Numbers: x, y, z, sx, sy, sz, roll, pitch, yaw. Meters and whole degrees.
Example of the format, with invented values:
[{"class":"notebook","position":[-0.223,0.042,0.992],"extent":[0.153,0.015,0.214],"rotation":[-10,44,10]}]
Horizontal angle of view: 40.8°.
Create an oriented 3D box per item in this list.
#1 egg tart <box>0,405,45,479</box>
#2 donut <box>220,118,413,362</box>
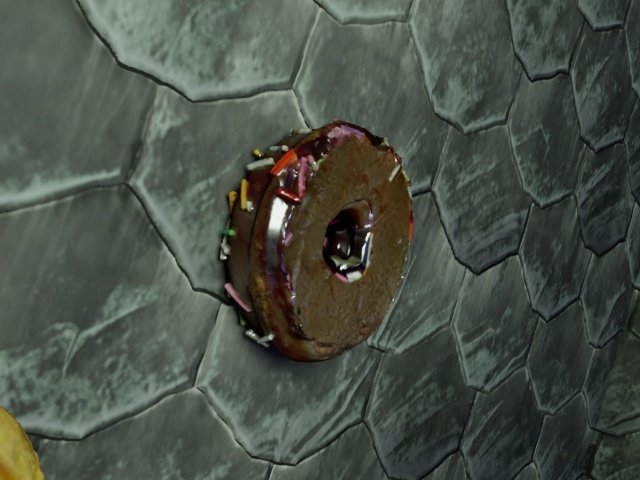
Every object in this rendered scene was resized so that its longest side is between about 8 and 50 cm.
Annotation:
[{"class":"egg tart","position":[-0.327,0.216,0.529],"extent":[0.341,0.129,0.340],"rotation":[-16,110,-54]},{"class":"donut","position":[0.000,0.000,0.924],"extent":[0.270,0.103,0.269],"rotation":[-19,113,-51]}]
